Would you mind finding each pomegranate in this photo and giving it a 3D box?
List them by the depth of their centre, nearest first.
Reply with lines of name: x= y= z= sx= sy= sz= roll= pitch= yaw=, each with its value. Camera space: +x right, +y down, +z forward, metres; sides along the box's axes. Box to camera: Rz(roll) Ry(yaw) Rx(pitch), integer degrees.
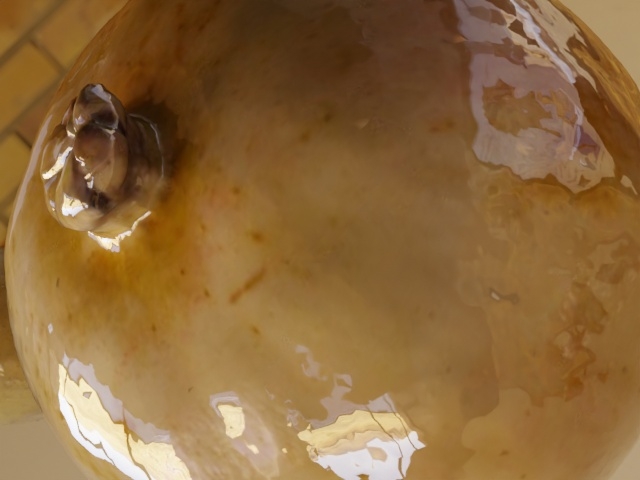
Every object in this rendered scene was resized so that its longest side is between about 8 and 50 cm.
pomegranate: x=0.000 y=0.000 z=0.911 sx=0.411 sy=0.411 sz=0.411 roll=-26 pitch=-144 yaw=21

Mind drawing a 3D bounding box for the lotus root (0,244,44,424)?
lotus root: x=-0.208 y=0.061 z=1.210 sx=0.146 sy=0.131 sz=0.303 roll=-24 pitch=-177 yaw=46
